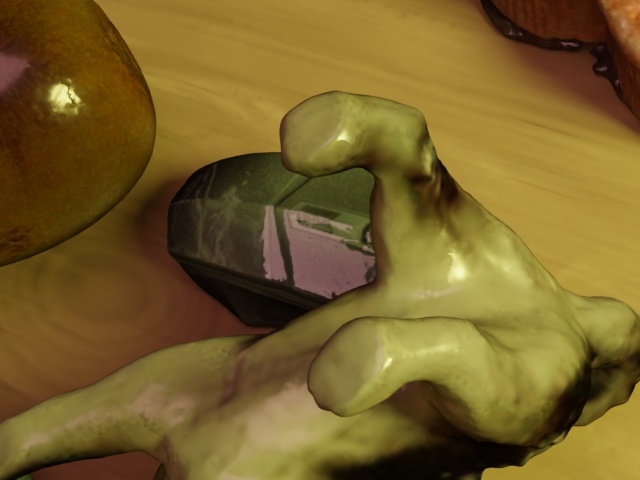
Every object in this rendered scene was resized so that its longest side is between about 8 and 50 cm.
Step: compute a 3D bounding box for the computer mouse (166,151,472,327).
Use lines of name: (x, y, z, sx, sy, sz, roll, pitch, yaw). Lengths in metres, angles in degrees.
computer mouse: (0.000, -0.003, 1.133, 0.231, 0.071, 0.126, 13, 70, 22)

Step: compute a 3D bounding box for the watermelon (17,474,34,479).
watermelon: (-0.290, 0.274, 1.002, 0.283, 0.293, 0.250, 47, 115, 29)

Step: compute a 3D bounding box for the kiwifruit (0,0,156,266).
kiwifruit: (-0.234, -0.075, 1.174, 0.234, 0.196, 0.196, -29, 60, -1)

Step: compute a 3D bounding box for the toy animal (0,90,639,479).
toy animal: (0.018, 0.118, 0.996, 0.344, 0.303, 0.194, -41, 52, 23)

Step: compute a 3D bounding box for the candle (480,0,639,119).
candle: (0.260, -0.220, 1.128, 0.287, 0.131, 0.317, -39, 61, -7)
